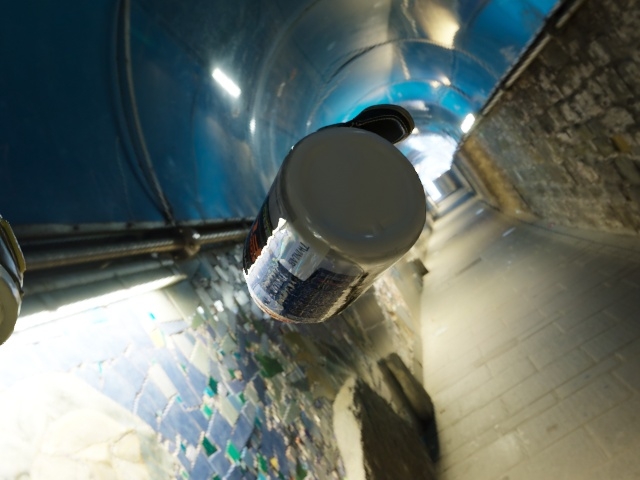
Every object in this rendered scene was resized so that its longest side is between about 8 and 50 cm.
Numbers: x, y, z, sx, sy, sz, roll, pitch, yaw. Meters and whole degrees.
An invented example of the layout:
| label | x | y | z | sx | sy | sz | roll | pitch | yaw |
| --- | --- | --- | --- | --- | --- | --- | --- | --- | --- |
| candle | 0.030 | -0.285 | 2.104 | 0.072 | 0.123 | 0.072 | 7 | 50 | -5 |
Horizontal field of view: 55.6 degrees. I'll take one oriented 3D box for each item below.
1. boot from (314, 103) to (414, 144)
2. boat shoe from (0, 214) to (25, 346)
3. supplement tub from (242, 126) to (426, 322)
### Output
| label | x | y | z | sx | sy | sz | roll | pitch | yaw |
| --- | --- | --- | --- | --- | --- | --- | --- | --- | --- |
| boot | 0.039 | -0.140 | 1.053 | 0.236 | 0.085 | 0.178 | -8 | 38 | 46 |
| boat shoe | -0.315 | -0.054 | 0.418 | 0.109 | 0.304 | 0.091 | -28 | 23 | -5 |
| supplement tub | 0.000 | 0.000 | 0.914 | 0.207 | 0.207 | 0.338 | -34 | -10 | -29 |
